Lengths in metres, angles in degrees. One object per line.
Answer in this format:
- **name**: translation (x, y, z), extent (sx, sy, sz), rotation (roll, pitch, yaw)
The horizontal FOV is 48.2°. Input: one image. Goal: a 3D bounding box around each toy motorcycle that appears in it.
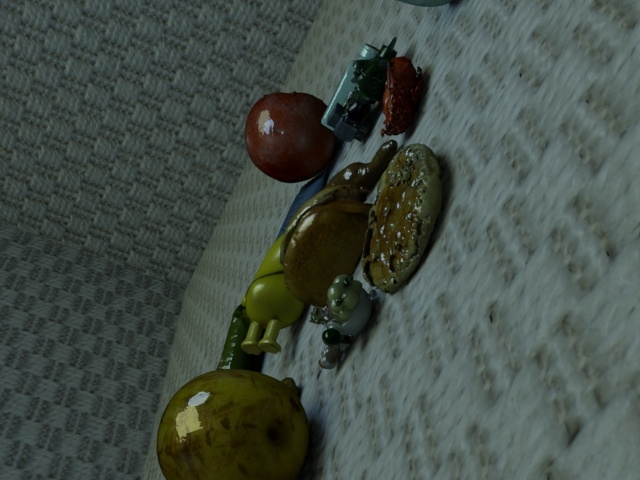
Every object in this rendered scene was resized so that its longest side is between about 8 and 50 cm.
- **toy motorcycle**: translation (0.107, -0.343, 1.699), extent (0.274, 0.125, 0.187), rotation (-58, 8, 41)

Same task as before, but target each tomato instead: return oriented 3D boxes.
- **tomato**: translation (-0.086, -0.283, 2.003), extent (0.265, 0.265, 0.265), rotation (-59, 17, 31)

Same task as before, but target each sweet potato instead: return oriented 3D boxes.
- **sweet potato**: translation (0.088, -0.140, 1.568), extent (0.269, 0.075, 0.074), rotation (-31, 38, 50)

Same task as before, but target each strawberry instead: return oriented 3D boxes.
- **strawberry**: translation (0.170, -0.295, 1.496), extent (0.121, 0.082, 0.188), rotation (97, 176, -62)

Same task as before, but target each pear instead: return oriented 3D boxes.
- **pear**: translation (-0.156, 0.364, 1.321), extent (0.280, 0.281, 0.280), rotation (-59, 17, 31)

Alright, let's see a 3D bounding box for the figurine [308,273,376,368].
- **figurine**: translation (0.030, 0.147, 1.304), extent (0.197, 0.093, 0.147), rotation (-60, 6, 32)

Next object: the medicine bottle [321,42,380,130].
- **medicine bottle**: translation (0.089, -0.395, 1.861), extent (0.229, 0.083, 0.121), rotation (-63, -15, 21)

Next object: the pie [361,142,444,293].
- **pie**: translation (0.139, -0.040, 1.264), extent (0.274, 0.055, 0.274), rotation (-164, 90, -75)

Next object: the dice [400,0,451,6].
- **dice**: translation (0.199, -0.666, 1.480), extent (0.268, 0.263, 0.264), rotation (-89, 17, -46)

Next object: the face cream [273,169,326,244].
- **face cream**: translation (-0.070, -0.018, 1.933), extent (0.135, 0.086, 0.385), rotation (-30, 35, 52)

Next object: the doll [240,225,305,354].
- **doll**: translation (-0.108, 0.103, 1.743), extent (0.199, 0.145, 0.363), rotation (-8, 50, 32)

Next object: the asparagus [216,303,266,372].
- **asparagus**: translation (-0.206, 0.286, 1.916), extent (0.108, 0.128, 0.382), rotation (-11, 48, 29)

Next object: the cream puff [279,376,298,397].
- **cream puff**: translation (-0.079, 0.330, 1.503), extent (0.083, 0.058, 0.083), rotation (-63, 17, 15)

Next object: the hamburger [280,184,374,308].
- **hamburger**: translation (0.000, 0.000, 1.503), extent (0.144, 0.157, 0.283), rotation (-99, 32, -64)
